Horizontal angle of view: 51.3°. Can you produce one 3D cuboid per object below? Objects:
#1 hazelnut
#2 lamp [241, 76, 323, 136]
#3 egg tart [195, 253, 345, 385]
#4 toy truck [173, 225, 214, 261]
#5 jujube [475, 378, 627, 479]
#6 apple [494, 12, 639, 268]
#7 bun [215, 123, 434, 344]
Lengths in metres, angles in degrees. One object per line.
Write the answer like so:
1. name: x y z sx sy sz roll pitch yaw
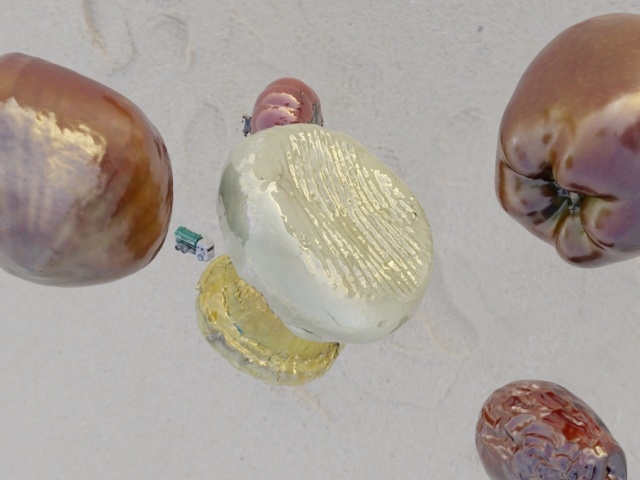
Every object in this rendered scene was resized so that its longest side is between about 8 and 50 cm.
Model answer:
1. hazelnut: -0.231 -0.053 0.583 0.181 0.212 0.181 0 69 57
2. lamp: -0.071 -0.213 1.242 0.140 0.182 0.182 11 110 15
3. egg tart: -0.101 0.146 1.519 0.388 0.388 0.169 37 125 6
4. toy truck: -0.242 0.005 1.279 0.083 0.039 0.044 24 120 19
5. jujube: 0.301 0.273 0.870 0.168 0.236 0.168 0 89 -15
6. apple: 0.373 -0.128 0.836 0.288 0.317 0.288 37 156 20
7. bun: 0.000 0.000 0.633 0.231 0.231 0.133 46 130 1
